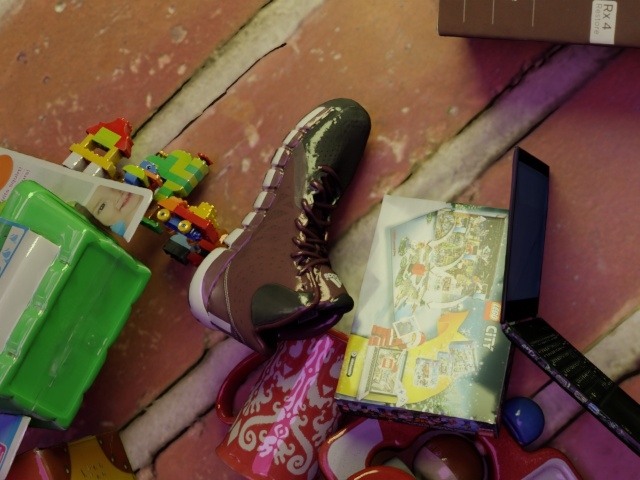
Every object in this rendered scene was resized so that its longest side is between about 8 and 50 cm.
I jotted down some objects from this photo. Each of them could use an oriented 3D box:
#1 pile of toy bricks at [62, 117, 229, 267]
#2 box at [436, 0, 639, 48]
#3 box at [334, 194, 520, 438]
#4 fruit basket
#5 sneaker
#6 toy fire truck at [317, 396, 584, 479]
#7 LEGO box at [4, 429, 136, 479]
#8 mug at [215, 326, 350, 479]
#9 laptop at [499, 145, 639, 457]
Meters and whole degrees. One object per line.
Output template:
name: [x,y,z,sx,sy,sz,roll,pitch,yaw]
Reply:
pile of toy bricks: [-0.164,-0.059,1.433,0.212,0.118,0.105,28,69,31]
box: [0.308,-0.283,1.245,0.382,0.143,0.191,5,111,15]
box: [0.118,0.071,1.312,0.159,0.044,0.233,8,63,15]
fruit basket: [-0.367,0.050,1.392,0.353,0.165,0.327,19,76,36]
sneaker: [0.000,0.000,1.333,0.162,0.106,0.281,34,90,41]
toy fire truck: [0.149,0.287,1.310,0.254,0.169,0.302,-31,79,-12]
LEGO box: [-0.324,0.505,1.409,0.373,0.193,0.500,-25,82,14]
mug: [-0.038,0.162,1.378,0.150,0.113,0.169,27,93,13]
laptop: [0.255,0.057,1.228,0.264,0.234,0.136,42,101,14]
